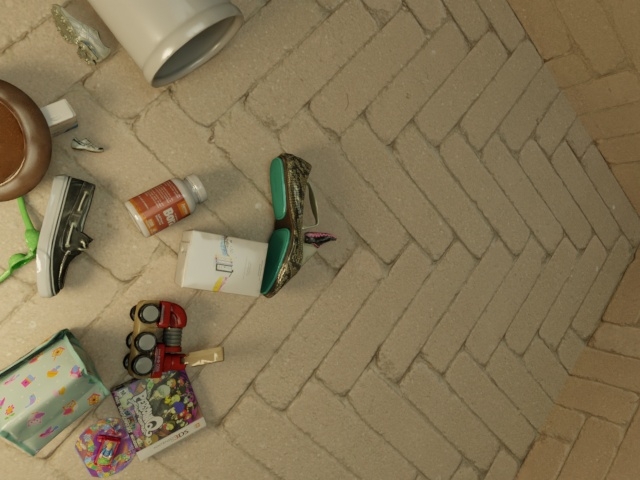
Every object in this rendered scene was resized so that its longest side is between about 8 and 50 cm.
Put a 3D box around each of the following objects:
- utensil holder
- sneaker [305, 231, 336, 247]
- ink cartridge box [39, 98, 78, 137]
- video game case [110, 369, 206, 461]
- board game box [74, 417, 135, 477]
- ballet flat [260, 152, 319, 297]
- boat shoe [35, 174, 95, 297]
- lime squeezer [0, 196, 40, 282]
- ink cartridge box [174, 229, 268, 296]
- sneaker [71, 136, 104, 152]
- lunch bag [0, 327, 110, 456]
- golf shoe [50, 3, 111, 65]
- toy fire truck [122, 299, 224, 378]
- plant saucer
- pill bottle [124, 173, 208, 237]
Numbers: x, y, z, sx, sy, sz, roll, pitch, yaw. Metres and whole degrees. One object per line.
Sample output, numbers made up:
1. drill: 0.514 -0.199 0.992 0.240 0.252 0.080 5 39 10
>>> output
1. utensil holder: -0.457 -0.677 1.215 0.327 0.327 0.385 -42 104 -20
2. sneaker: 0.000 0.000 1.586 0.119 0.047 0.057 3 94 -19
3. ink cartridge box: -0.705 -0.323 1.191 0.088 0.122 0.052 -34 104 -23
4. video game case: -0.481 0.503 1.340 0.210 0.042 0.232 -21 99 -26
5. board game box: -0.614 0.601 1.279 0.133 0.033 0.169 -27 101 -24
6. ballet flat: -0.087 -0.046 1.482 0.182 0.164 0.483 8 82 -31
7. boat shoe: -0.678 -0.011 1.202 0.119 0.121 0.335 8 84 -22
8. lime squeezer: -0.807 0.024 1.176 0.110 0.059 0.310 21 81 -25
9. ink cartridge box: -0.306 0.070 1.359 0.232 0.171 0.168 11 84 -25
10. sneaker: -0.658 -0.271 1.265 0.083 0.032 0.037 7 86 -27
11. lunch bag: -0.699 0.352 1.126 0.223 0.262 0.160 -39 137 -23
12. golf shoe: -0.672 -0.583 1.255 0.176 0.069 0.086 55 48 -19
13. toy fire truck: -0.422 0.291 1.310 0.246 0.158 0.217 12 75 -36
14. plant saucer: -0.833 -0.247 1.100 0.310 0.050 0.311 -1 101 -4
15. pill bottle: -0.449 -0.110 1.317 0.216 0.121 0.121 -33 104 -22
